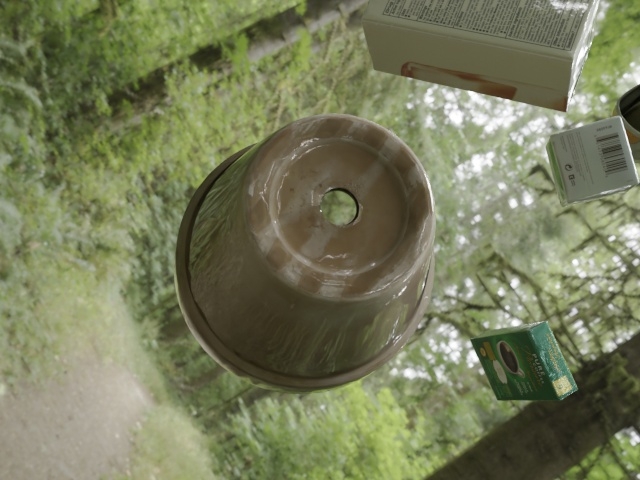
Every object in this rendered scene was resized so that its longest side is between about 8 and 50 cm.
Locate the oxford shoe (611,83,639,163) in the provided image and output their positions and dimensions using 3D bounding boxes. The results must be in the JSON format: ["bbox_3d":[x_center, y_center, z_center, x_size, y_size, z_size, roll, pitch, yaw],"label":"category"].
[{"bbox_3d":[0.717,-0.291,1.378,0.130,0.449,0.169,28,35,-56],"label":"oxford shoe"}]

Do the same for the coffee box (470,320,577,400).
[{"bbox_3d":[0.307,0.188,1.200,0.113,0.040,0.184,66,-19,5],"label":"coffee box"}]

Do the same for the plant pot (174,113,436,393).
[{"bbox_3d":[0.000,0.000,0.870,0.323,0.323,0.280,59,-16,7],"label":"plant pot"}]

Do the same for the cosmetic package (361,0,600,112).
[{"bbox_3d":[0.226,-0.302,1.110,0.296,0.153,0.129,19,-19,20],"label":"cosmetic package"}]

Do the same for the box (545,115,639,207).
[{"bbox_3d":[0.385,-0.110,1.121,0.087,0.102,0.101,16,60,-77],"label":"box"}]
